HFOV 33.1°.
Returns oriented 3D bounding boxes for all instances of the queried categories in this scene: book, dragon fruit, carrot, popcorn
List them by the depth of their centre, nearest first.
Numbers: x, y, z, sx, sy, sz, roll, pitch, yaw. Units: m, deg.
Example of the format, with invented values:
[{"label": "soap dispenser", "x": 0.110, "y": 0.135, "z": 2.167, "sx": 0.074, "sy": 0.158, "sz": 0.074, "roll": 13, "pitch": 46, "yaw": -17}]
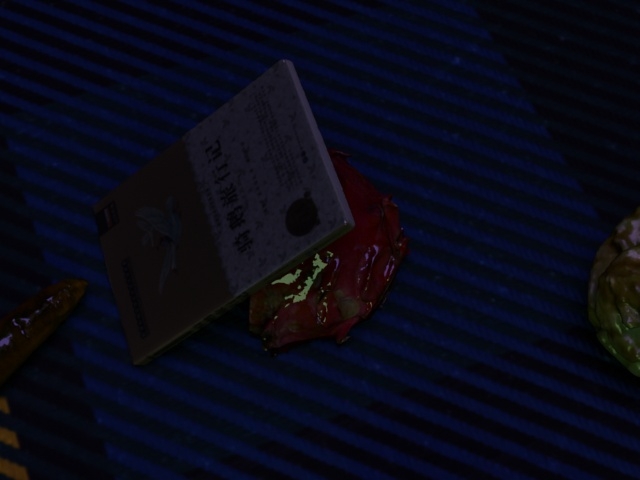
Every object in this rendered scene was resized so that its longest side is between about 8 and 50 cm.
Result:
[{"label": "carrot", "x": -0.372, "y": 0.143, "z": 1.158, "sx": 0.066, "sy": 0.066, "sz": 0.314, "roll": 39, "pitch": 63, "yaw": 17}, {"label": "popcorn", "x": 0.396, "y": 0.048, "z": 1.165, "sx": 0.221, "sy": 0.184, "sz": 0.204, "roll": -48, "pitch": 53, "yaw": 8}, {"label": "book", "x": -0.118, "y": -0.028, "z": 1.172, "sx": 0.310, "sy": 0.021, "sz": 0.216, "roll": -34, "pitch": 61, "yaw": 25}, {"label": "dragon fruit", "x": 0.000, "y": 0.000, "z": 1.211, "sx": 0.163, "sy": 0.189, "sz": 0.261, "roll": 0, "pitch": 61, "yaw": 33}]
